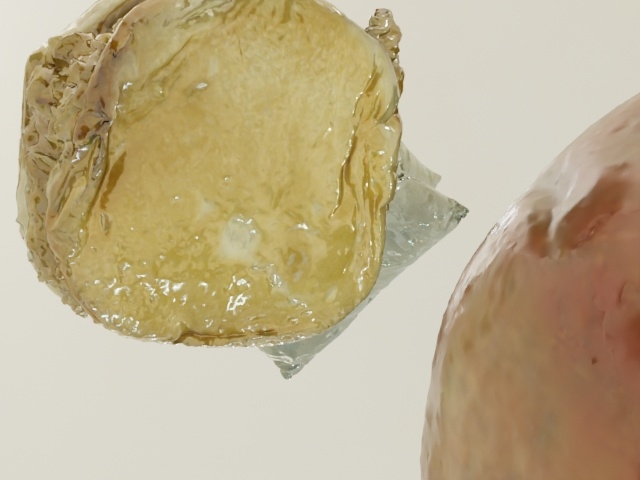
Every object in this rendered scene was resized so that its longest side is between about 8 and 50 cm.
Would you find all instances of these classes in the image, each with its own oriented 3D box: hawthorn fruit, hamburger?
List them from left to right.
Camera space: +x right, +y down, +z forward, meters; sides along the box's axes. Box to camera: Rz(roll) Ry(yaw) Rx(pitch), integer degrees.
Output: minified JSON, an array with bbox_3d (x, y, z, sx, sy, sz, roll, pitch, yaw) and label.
[{"bbox_3d":[-0.039,-0.032,0.663,0.083,0.147,0.138,33,-61,59],"label":"hamburger"},{"bbox_3d":[0.236,0.083,0.898,0.403,0.403,0.403,12,-66,29],"label":"hawthorn fruit"}]

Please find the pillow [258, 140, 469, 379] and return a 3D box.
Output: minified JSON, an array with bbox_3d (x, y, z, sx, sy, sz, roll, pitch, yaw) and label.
[{"bbox_3d":[0.000,0.000,1.242,0.181,0.134,0.078,-45,-133,5],"label":"pillow"}]
